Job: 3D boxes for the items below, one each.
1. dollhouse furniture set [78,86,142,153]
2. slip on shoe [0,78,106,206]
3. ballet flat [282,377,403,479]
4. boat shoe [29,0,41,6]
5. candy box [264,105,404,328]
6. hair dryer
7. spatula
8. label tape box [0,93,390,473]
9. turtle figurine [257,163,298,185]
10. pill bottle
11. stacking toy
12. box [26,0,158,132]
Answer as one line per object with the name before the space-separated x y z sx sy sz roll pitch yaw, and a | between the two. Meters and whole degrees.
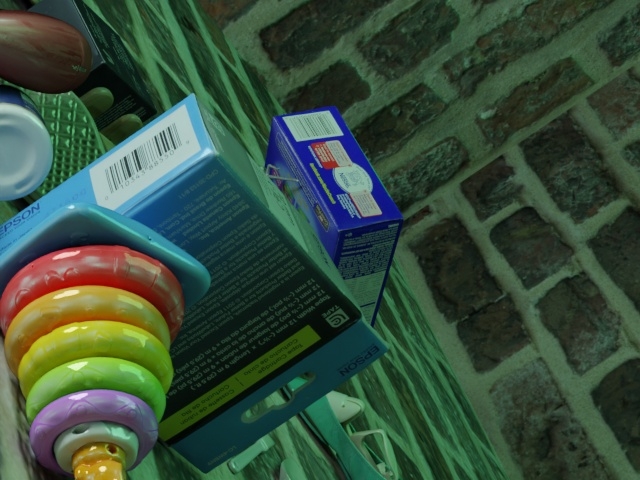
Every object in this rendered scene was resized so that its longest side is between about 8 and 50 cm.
dollhouse furniture set | -0.193 -0.071 1.964 0.212 0.161 0.242 61 9 32
slip on shoe | -0.271 -0.053 1.698 0.331 0.123 0.101 51 -27 8
ballet flat | 0.044 0.279 2.240 0.247 0.087 0.083 55 8 0
boat shoe | -0.423 -0.432 2.320 0.104 0.089 0.285 52 9 -28
candy box | 0.000 0.000 2.424 0.317 0.122 0.268 104 -32 -43
hair dryer | -0.348 -0.205 1.612 0.223 0.080 0.293 10 4 -16
spatula | -0.077 0.255 1.863 0.168 0.019 0.242 57 8 3
label tape box | -0.122 0.054 1.553 0.348 0.249 0.115 48 11 -43
turtle figurine | -0.102 -0.025 2.337 0.234 0.118 0.175 -14 -89 68
pill bottle | -0.320 -0.104 1.548 0.094 0.094 0.169 53 -2 -22
stacking toy | -0.186 0.135 1.298 0.175 0.165 0.302 30 33 -37
box | -0.321 -0.239 2.136 0.156 0.093 0.158 61 8 30
